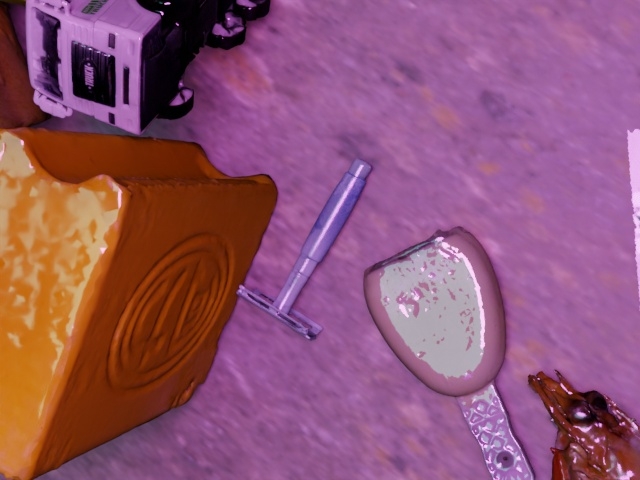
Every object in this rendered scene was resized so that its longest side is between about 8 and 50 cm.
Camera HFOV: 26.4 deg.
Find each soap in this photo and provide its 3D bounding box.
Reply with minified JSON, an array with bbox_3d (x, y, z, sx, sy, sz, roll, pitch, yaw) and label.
[{"bbox_3d":[-0.140,0.034,0.911,0.096,0.324,0.204,24,99,12],"label":"soap"}]

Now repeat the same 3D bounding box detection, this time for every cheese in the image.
[{"bbox_3d":[0.103,0.090,0.978,0.097,0.037,0.192,-25,82,17],"label":"cheese"}]

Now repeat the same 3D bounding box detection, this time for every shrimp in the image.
[{"bbox_3d":[0.213,0.208,0.936,0.145,0.061,0.267,-34,83,24],"label":"shrimp"}]

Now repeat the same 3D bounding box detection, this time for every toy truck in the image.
[{"bbox_3d":[-0.114,-0.183,0.953,0.125,0.242,0.101,20,134,11],"label":"toy truck"}]

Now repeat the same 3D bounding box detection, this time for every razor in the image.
[{"bbox_3d":[0.000,0.000,1.016,0.068,0.040,0.135,31,93,14],"label":"razor"}]

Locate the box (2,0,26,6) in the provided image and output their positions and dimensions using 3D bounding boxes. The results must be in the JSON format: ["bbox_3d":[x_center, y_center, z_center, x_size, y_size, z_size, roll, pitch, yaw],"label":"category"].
[{"bbox_3d":[-0.203,-0.342,0.996,0.047,0.187,0.335,13,95,36],"label":"box"}]

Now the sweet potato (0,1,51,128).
[{"bbox_3d":[-0.344,-0.202,1.059,0.158,0.158,0.370,-37,76,14],"label":"sweet potato"}]

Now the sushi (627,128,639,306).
[{"bbox_3d":[0.304,0.020,0.907,0.192,0.050,0.215,-6,88,18],"label":"sushi"}]
